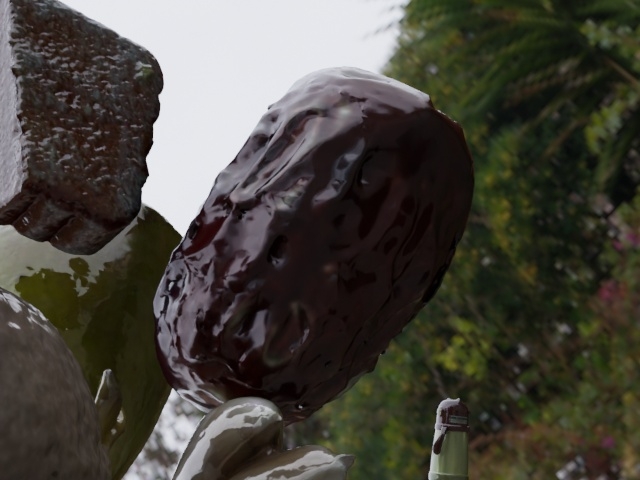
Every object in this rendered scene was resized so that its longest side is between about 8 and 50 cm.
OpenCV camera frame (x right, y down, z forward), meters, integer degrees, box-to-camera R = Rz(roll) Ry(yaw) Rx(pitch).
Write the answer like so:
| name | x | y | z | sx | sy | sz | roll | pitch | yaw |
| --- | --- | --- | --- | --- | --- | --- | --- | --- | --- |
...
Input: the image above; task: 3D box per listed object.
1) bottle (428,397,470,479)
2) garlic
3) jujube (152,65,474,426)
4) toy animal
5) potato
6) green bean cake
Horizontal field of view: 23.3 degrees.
| name | x | y | z | sx | sy | sz | roll | pitch | yaw |
| --- | --- | --- | --- | --- | --- | --- | --- | --- | --- |
| bottle | 0.152 | 0.235 | 1.818 | 0.047 | 0.063 | 0.101 | 4 | -98 | -1 |
| garlic | -0.034 | 0.271 | 1.275 | 0.132 | 0.279 | 0.325 | -34 | -3 | -21 |
| jujube | 0.000 | 0.000 | 1.468 | 0.258 | 0.258 | 0.377 | 50 | -122 | -44 |
| toy animal | -0.254 | 0.144 | 1.111 | 0.188 | 0.226 | 0.358 | -13 | -57 | 7 |
| potato | -0.258 | 0.103 | 1.609 | 0.330 | 0.280 | 0.213 | 25 | -60 | -23 |
| green bean cake | -0.254 | -0.111 | 1.444 | 0.198 | 0.233 | 0.097 | 23 | -39 | -27 |
